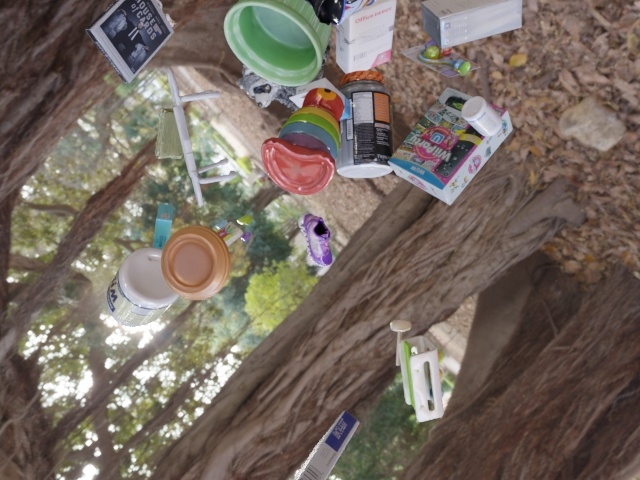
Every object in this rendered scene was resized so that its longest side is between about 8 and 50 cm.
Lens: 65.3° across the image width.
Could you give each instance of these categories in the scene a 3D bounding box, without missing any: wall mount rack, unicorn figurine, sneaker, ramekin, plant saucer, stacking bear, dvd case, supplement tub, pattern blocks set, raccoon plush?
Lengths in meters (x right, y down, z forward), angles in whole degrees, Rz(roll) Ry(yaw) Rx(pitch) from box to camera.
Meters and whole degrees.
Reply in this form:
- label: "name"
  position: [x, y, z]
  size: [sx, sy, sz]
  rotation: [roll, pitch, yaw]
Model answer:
- label: "wall mount rack"
  position: [-0.308, -0.281, 1.327]
  size: [0.304, 0.130, 0.350]
  rotation: [-138, 37, -66]
- label: "unicorn figurine"
  position: [-0.570, -0.772, 1.715]
  size: [0.111, 0.162, 0.060]
  rotation: [67, -156, -21]
- label: "sneaker"
  position: [0.000, 0.000, 1.955]
  size: [0.104, 0.095, 0.236]
  rotation: [1, 121, 45]
- label: "ramekin"
  position: [-0.114, -0.616, 1.464]
  size: [0.303, 0.148, 0.303]
  rotation: [20, 159, 8]
- label: "plant saucer"
  position: [-0.335, 0.059, 1.318]
  size: [0.200, 0.200, 0.037]
  rotation: [45, -171, 8]
- label: "stacking bear"
  position: [-0.019, -0.270, 1.248]
  size: [0.175, 0.289, 0.164]
  rotation: [17, 147, 3]
- label: "dvd case"
  position: [-0.535, -0.598, 1.427]
  size: [0.029, 0.239, 0.179]
  rotation: [15, 153, 28]
- label: "supplement tub"
  position: [0.438, -0.336, 1.355]
  size: [0.107, 0.071, 0.071]
  rotation: [26, -168, -41]
- label: "supplement tub"
  position: [0.141, -0.375, 1.635]
  size: [0.193, 0.193, 0.316]
  rotation: [56, -148, -83]
- label: "pattern blocks set"
  position: [-0.382, -0.009, 1.936]
  size: [0.325, 0.285, 0.026]
  rotation: [6, 134, 52]
- label: "supplement tub"
  position: [-0.676, 0.190, 1.907]
  size: [0.235, 0.235, 0.325]
  rotation: [45, 138, -5]
- label: "raccoon plush"
  position: [-0.151, -0.700, 2.029]
  size: [0.299, 0.446, 0.216]
  rotation: [22, 143, -11]

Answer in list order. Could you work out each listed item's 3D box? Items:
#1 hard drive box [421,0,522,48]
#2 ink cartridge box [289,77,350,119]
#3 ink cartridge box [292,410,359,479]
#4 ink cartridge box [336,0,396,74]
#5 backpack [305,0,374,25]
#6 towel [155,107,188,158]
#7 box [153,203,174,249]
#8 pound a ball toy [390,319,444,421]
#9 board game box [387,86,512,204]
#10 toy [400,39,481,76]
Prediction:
- label: "hard drive box"
  position: [0.429, -0.651, 1.437]
  size: [0.181, 0.232, 0.089]
  rotation: [-101, -5, -50]
- label: "ink cartridge box"
  position: [0.000, -0.416, 1.476]
  size: [0.104, 0.060, 0.180]
  rotation: [-7, 161, 32]
- label: "ink cartridge box"
  position: [-0.043, 0.690, 1.429]
  size: [0.071, 0.330, 0.324]
  rotation: [36, -143, 10]
- label: "ink cartridge box"
  position: [0.174, -0.818, 1.963]
  size: [0.117, 0.207, 0.283]
  rotation: [57, 165, 28]
- label: "backpack"
  position: [0.030, -0.601, 1.039]
  size: [0.276, 0.213, 0.263]
  rotation: [59, 167, 7]
- label: "towel"
  position: [-0.442, -0.316, 1.483]
  size: [0.027, 0.148, 0.110]
  rotation: [15, -166, 25]
- label: "box"
  position: [-0.634, -0.020, 2.006]
  size: [0.060, 0.244, 0.100]
  rotation: [8, -141, -17]
- label: "pound a ball toy"
  position: [0.365, 0.462, 1.838]
  size: [0.208, 0.135, 0.319]
  rotation: [-128, 28, -72]
- label: "board game box"
  position: [0.391, -0.290, 1.519]
  size: [0.224, 0.303, 0.097]
  rotation: [37, 178, 37]
- label: "toy"
  position: [0.383, -0.598, 1.596]
  size: [0.237, 0.137, 0.056]
  rotation: [48, 151, 36]
